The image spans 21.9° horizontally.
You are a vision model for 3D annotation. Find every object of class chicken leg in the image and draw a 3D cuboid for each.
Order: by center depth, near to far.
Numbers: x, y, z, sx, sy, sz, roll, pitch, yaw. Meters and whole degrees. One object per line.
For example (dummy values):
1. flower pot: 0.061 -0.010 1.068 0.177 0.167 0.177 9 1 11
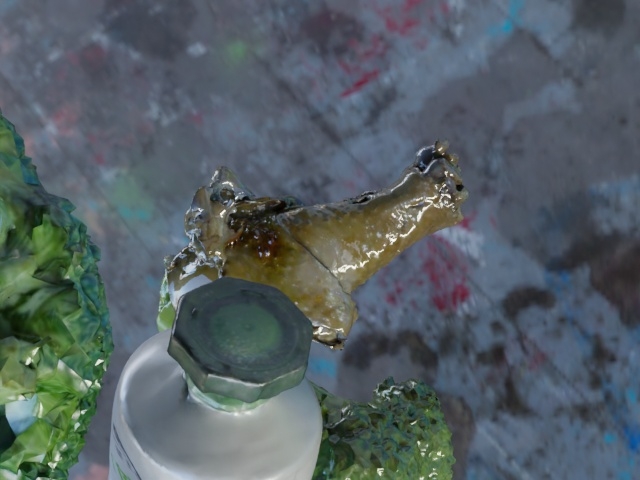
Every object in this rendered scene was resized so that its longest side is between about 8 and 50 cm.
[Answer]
1. chicken leg: 0.001 0.008 1.037 0.196 0.080 0.125 -8 92 -5

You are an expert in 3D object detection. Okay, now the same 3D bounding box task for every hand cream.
1. hand cream: -0.066 0.150 0.687 0.076 0.336 0.121 -12 50 -30

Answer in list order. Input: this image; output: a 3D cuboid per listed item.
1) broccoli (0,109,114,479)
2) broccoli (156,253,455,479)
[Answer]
1. broccoli: -0.204 0.038 0.477 0.295 0.245 0.265 -11 94 19
2. broccoli: -0.052 0.175 1.374 0.302 0.254 0.186 19 116 14
